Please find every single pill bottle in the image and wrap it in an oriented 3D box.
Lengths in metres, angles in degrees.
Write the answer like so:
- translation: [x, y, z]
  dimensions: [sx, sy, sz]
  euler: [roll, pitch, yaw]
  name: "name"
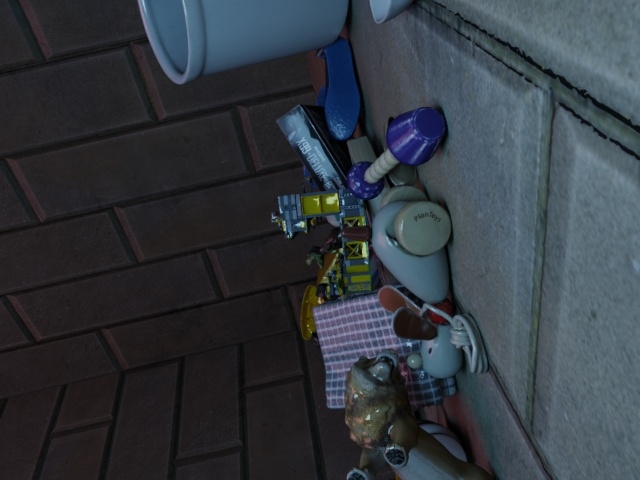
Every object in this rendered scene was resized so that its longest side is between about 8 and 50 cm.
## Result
- translation: [0.229, 0.446, 1.150]
  dimensions: [0.229, 0.131, 0.131]
  euler: [82, 175, -75]
  name: "pill bottle"

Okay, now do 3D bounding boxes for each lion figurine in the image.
- translation: [0.177, 0.361, 0.888]
  dimensions: [0.392, 0.142, 0.240]
  euler: [47, -164, 5]
  name: "lion figurine"

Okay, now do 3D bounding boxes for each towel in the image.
- translation: [0.111, 0.218, 1.113]
  dimensions: [0.121, 0.283, 0.235]
  euler: [-10, -97, -48]
  name: "towel"

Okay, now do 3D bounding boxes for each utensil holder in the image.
- translation: [-0.177, -0.552, 1.230]
  dimensions: [0.327, 0.385, 0.328]
  euler: [43, 145, 41]
  name: "utensil holder"

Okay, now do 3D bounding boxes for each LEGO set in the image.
- translation: [0.000, 0.000, 1.171]
  dimensions: [0.331, 0.192, 0.255]
  euler: [-78, -18, -79]
  name: "LEGO set"

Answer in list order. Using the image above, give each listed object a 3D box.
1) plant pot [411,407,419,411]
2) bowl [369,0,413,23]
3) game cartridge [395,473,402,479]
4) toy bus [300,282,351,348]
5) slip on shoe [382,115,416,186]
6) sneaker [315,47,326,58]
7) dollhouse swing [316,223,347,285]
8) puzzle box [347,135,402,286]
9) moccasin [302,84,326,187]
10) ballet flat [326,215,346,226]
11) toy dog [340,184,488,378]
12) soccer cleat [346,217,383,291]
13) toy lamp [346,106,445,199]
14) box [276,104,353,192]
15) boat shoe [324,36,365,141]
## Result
- translation: [0.160, 0.307, 1.353]
  dimensions: [0.237, 0.237, 0.110]
  euler: [-106, 27, -70]
  name: "plant pot"
- translation: [0.091, -0.364, 0.720]
  dimensions: [0.142, 0.053, 0.142]
  euler: [-111, 9, -77]
  name: "bowl"
- translation: [0.250, 0.561, 1.718]
  dimensions: [0.285, 0.052, 0.324]
  euler: [78, -169, -48]
  name: "game cartridge"
- translation: [0.094, 0.182, 1.339]
  dimensions: [0.211, 0.220, 0.150]
  euler: [-4, -78, -58]
  name: "toy bus"
- translation: [0.137, -0.155, 0.970]
  dimensions: [0.041, 0.051, 0.136]
  euler: [60, -157, -71]
  name: "slip on shoe"
- translation: [0.032, -0.565, 1.611]
  dimensions: [0.144, 0.059, 0.053]
  euler: [-169, 96, -72]
  name: "sneaker"
- translation: [0.161, 0.121, 1.870]
  dimensions: [0.315, 0.304, 0.347]
  euler: [-60, 3, 10]
  name: "dollhouse swing"
- translation: [0.147, -0.004, 1.280]
  dimensions: [0.272, 0.052, 0.409]
  euler: [-102, -4, -58]
  name: "puzzle box"
- translation: [0.034, -0.339, 1.818]
  dimensions: [0.117, 0.137, 0.342]
  euler: [-53, -19, -62]
  name: "moccasin"
- translation: [0.064, -0.123, 1.762]
  dimensions: [0.400, 0.139, 0.139]
  euler: [-56, -45, -74]
  name: "ballet flat"
- translation: [0.133, 0.073, 0.897]
  dimensions: [0.220, 0.160, 0.334]
  euler: [83, 174, -82]
  name: "toy dog"
- translation: [0.129, 0.050, 1.560]
  dimensions: [0.143, 0.116, 0.332]
  euler: [-23, -60, -65]
  name: "soccer cleat"
- translation: [0.111, -0.130, 0.850]
  dimensions: [0.274, 0.080, 0.080]
  euler: [150, 108, -74]
  name: "toy lamp"
- translation: [0.017, -0.233, 1.452]
  dimensions: [0.243, 0.076, 0.307]
  euler: [58, -163, -3]
  name: "box"
- translation: [0.063, -0.379, 1.408]
  dimensions: [0.089, 0.108, 0.259]
  euler: [3, -90, -84]
  name: "boat shoe"
